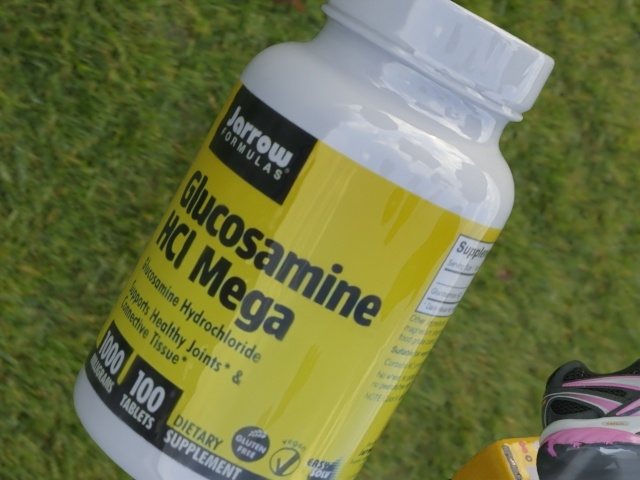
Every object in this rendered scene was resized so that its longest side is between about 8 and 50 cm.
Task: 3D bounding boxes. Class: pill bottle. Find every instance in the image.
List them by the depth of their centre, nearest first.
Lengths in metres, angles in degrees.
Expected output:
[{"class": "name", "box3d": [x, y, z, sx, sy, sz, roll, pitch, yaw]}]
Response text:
[{"class": "pill bottle", "box3d": [0.000, 0.000, 0.920, 0.188, 0.188, 0.334, 20, 103, -42]}]

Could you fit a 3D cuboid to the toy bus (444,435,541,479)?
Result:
[{"class": "toy bus", "box3d": [0.166, 0.349, 1.660, 0.130, 0.108, 0.333, -1, 142, -29]}]

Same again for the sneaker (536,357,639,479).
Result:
[{"class": "sneaker", "box3d": [0.206, 0.092, 0.818, 0.178, 0.077, 0.072, 3, 140, -3]}]
